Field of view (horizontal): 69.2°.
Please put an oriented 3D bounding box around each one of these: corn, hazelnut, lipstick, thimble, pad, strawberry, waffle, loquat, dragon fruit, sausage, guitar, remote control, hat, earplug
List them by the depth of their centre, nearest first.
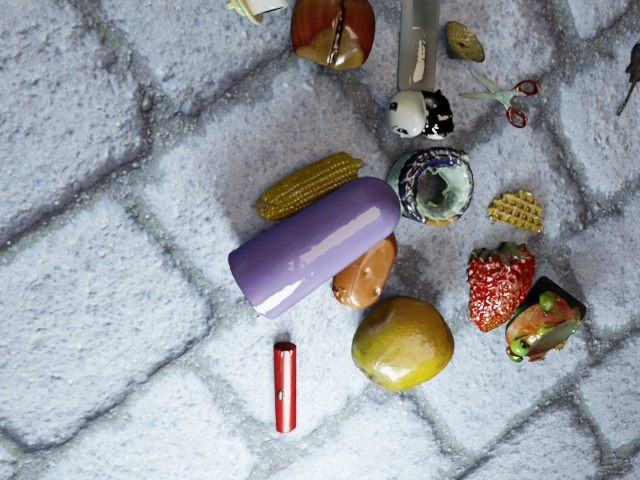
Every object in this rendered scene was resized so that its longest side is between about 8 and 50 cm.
[{"bbox_3d":[0.033,-0.533,1.146,0.212,0.181,0.180,8,123,-7],"label":"hazelnut"},{"bbox_3d":[0.000,0.000,1.201,0.456,0.215,0.215,-34,109,7],"label":"earplug"},{"bbox_3d":[-0.026,-0.145,1.258,0.322,0.119,0.119,-26,108,-2],"label":"corn"},{"bbox_3d":[0.277,-0.566,1.265,0.109,0.055,0.312,-2,103,-14],"label":"remote control"},{"bbox_3d":[0.385,-0.535,1.302,0.146,0.067,0.146,15,58,-26],"label":"hat"},{"bbox_3d":[0.316,-0.162,1.325,0.237,0.150,0.237,-3,102,-14],"label":"thimble"},{"bbox_3d":[0.127,0.065,1.333,0.153,0.141,0.268,18,97,-18],"label":"sausage"},{"bbox_3d":[0.238,0.303,1.349,0.284,0.276,0.276,-42,110,-13],"label":"loquat"},{"bbox_3d":[-0.105,0.442,1.400,0.073,0.073,0.279,-4,103,-14],"label":"lipstick"},{"bbox_3d":[0.623,-0.081,1.479,0.192,0.046,0.160,-18,107,-9],"label":"waffle"},{"bbox_3d":[0.595,0.166,1.485,0.234,0.138,0.306,-10,104,-14],"label":"strawberry"},{"bbox_3d":[1.001,-0.512,1.485,0.088,0.025,0.233,17,99,-18],"label":"guitar"},{"bbox_3d":[0.713,0.287,1.510,0.295,0.130,0.268,-7,137,-30],"label":"dragon fruit"},{"bbox_3d":[0.812,0.252,1.631,0.267,0.004,0.181,33,93,-19],"label":"pad"}]

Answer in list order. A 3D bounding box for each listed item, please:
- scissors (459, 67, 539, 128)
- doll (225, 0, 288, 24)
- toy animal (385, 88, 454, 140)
[{"bbox_3d":[0.533,-0.435,1.387,0.248,0.017,0.144,14,99,-16],"label":"scissors"},{"bbox_3d":[-0.089,-0.600,1.052,0.208,0.271,0.144,-46,127,-15],"label":"doll"},{"bbox_3d":[0.266,-0.343,1.276,0.179,0.166,0.138,-3,103,-2],"label":"toy animal"}]
